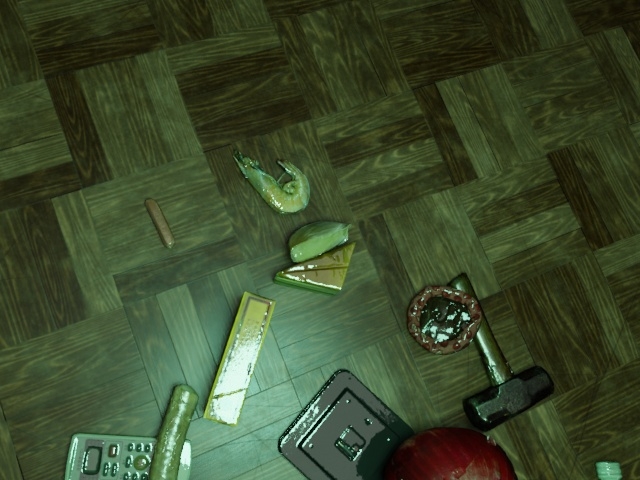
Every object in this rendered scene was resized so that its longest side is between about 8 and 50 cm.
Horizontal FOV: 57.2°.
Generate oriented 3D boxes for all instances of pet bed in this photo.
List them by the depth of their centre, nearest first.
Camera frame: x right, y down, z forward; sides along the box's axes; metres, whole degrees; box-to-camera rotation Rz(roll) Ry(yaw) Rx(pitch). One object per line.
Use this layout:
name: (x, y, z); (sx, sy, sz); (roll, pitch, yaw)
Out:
pet bed: (0.332, 0.213, 1.591); (0.201, 0.053, 0.201); (-6, 70, 17)

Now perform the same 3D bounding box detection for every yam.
yam: (-0.355, 0.520, 1.375); (0.081, 0.081, 0.357); (15, 71, -7)

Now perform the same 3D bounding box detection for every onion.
onion: (0.319, 0.602, 1.391); (0.341, 0.341, 0.341); (3, 76, -10)

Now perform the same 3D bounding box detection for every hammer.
hammer: (0.455, 0.285, 1.614); (0.242, 0.095, 0.409); (-19, 79, -14)

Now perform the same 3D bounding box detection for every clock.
clock: (0.072, 0.514, 1.503); (0.279, 0.049, 0.273); (42, 72, 1)

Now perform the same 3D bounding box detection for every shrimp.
shrimp: (-0.133, -0.177, 1.636); (0.251, 0.052, 0.143); (45, 62, -6)

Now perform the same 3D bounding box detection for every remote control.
remote control: (-0.454, 0.530, 1.403); (0.285, 0.038, 0.123); (8, 75, -9)

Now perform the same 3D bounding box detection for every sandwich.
sandwich: (-0.017, 0.059, 1.563); (0.187, 0.117, 0.144); (14, 72, -5)

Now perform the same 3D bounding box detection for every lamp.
lamp: (0.790, 0.695, 1.575); (0.106, 0.106, 0.193); (5, 67, -10)

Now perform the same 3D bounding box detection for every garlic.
garlic: (-0.013, 0.000, 1.584); (0.195, 0.101, 0.087); (-22, 112, -23)

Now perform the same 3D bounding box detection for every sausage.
sausage: (-0.423, -0.045, 1.553); (0.035, 0.030, 0.147); (-27, 83, -15)

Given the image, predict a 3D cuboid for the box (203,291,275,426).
box: (-0.199, 0.289, 1.430); (0.084, 0.193, 0.301); (18, 74, -5)
